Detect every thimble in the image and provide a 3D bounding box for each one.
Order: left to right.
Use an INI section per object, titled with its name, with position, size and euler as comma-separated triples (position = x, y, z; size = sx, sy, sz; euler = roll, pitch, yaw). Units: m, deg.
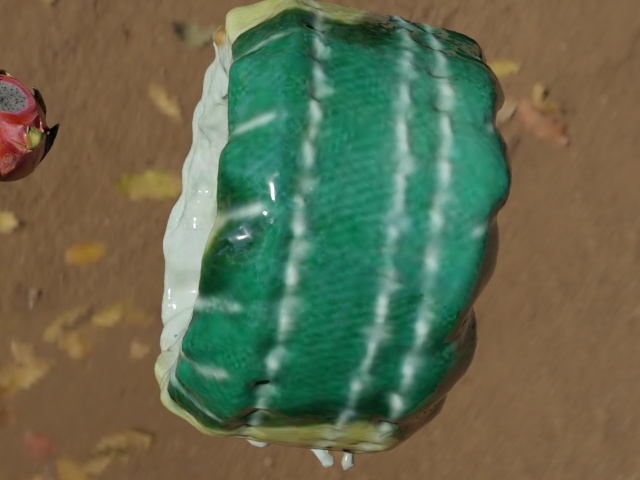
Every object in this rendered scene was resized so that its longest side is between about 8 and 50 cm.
[thimble]
position = 0.000, 0.000, 1.176
size = 0.167, 0.288, 0.254
euler = 9, 38, -10

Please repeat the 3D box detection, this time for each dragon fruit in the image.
[dragon fruit]
position = -0.229, -0.084, 1.493
size = 0.060, 0.056, 0.083
euler = 22, 42, -22
